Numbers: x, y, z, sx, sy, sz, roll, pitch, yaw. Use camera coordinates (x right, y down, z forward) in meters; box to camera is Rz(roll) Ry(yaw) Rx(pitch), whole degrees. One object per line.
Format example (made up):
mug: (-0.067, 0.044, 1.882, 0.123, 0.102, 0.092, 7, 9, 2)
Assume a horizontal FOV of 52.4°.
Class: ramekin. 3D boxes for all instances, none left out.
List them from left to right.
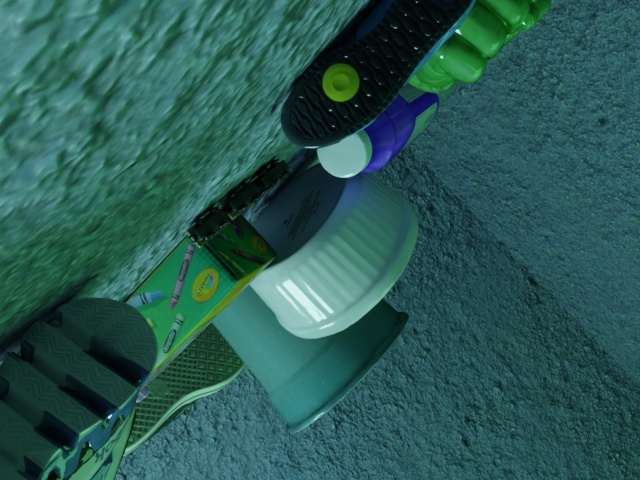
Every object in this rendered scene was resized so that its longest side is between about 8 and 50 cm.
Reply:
ramekin: (0.000, 0.000, 0.963, 0.272, 0.127, 0.273, -36, -152, 22)

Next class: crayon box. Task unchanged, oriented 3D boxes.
crayon box: (-0.193, 0.097, 0.828, 0.278, 0.081, 0.165, -44, 179, 14)

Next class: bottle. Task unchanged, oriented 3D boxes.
bottle: (0.081, -0.158, 0.907, 0.118, 0.092, 0.283, -49, 176, 34)

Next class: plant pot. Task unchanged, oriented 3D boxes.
plant pot: (-0.057, 0.152, 1.336, 0.341, 0.334, 0.341, -44, 180, 0)

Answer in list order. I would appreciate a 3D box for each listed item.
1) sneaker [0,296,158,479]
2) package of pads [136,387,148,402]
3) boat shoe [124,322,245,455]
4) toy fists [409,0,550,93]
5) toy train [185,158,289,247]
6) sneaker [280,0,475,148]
sneaker: (-0.247, 0.205, 0.505, 0.315, 0.127, 0.182, -44, 159, -36)
package of pads: (-0.345, 0.253, 1.157, 0.032, 0.083, 0.050, -49, -176, -24)
boat shoe: (-0.366, 0.343, 1.574, 0.500, 0.187, 0.156, -36, 179, -43)
toy fists: (0.192, -0.262, 0.645, 0.279, 0.096, 0.142, -48, -179, -9)
toy train: (-0.092, -0.043, 0.726, 0.158, 0.027, 0.036, -44, -170, -36)
sneaker: (0.053, -0.158, 0.560, 0.209, 0.069, 0.082, -44, -177, 13)
